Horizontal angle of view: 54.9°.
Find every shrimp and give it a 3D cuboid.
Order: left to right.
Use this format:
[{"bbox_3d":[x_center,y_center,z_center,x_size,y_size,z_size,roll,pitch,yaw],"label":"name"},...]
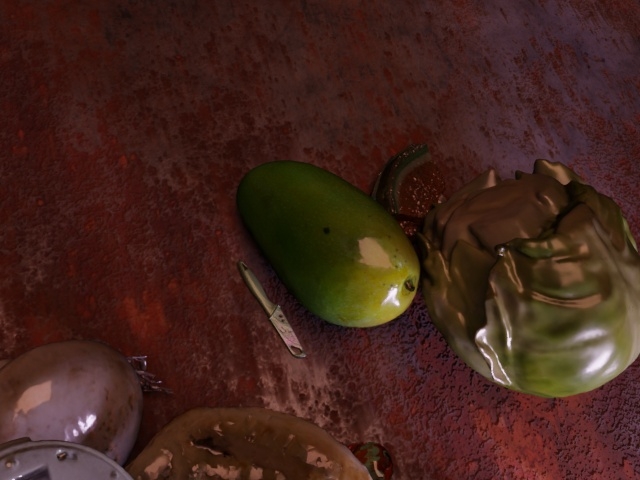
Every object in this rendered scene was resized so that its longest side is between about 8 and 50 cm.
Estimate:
[{"bbox_3d":[-0.301,0.203,0.957,0.165,0.056,0.065,22,56,-8],"label":"shrimp"}]

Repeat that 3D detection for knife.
[{"bbox_3d":[-0.087,0.118,1.080,0.030,0.014,0.207,-28,77,-25],"label":"knife"}]

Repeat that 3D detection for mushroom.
[{"bbox_3d":[-0.378,0.236,0.850,0.244,0.243,0.243,6,65,-13],"label":"mushroom"}]

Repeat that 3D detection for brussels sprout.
[{"bbox_3d":[0.361,0.083,1.046,0.360,0.343,0.425,66,23,-18],"label":"brussels sprout"}]

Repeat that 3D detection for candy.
[{"bbox_3d":[-0.027,0.352,0.961,0.288,0.084,0.078,3,69,-6],"label":"candy"}]

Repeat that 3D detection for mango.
[{"bbox_3d":[0.000,0.000,1.049,0.382,0.225,0.201,36,55,24],"label":"mango"}]

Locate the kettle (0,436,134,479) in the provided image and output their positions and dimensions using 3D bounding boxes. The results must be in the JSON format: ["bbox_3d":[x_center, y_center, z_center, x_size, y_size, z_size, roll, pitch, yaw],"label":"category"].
[{"bbox_3d":[-0.405,0.339,0.650,0.361,0.377,0.250,63,28,4],"label":"kettle"}]

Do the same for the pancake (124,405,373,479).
[{"bbox_3d":[-0.095,0.393,0.760,0.387,0.082,0.386,1,76,-3],"label":"pancake"}]

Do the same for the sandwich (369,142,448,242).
[{"bbox_3d":[0.170,-0.085,1.206,0.159,0.079,0.235,43,62,6],"label":"sandwich"}]
